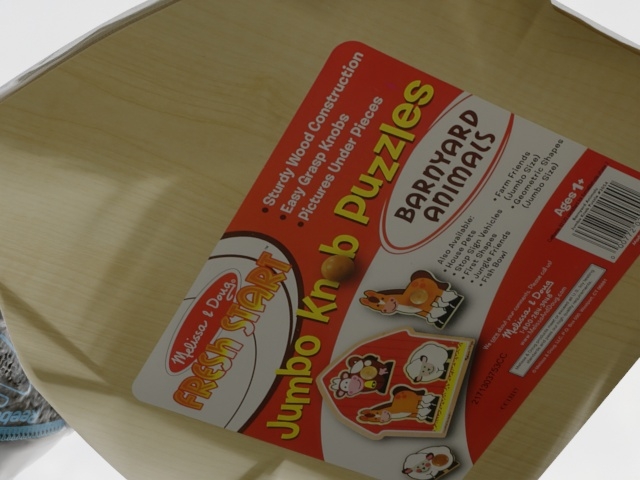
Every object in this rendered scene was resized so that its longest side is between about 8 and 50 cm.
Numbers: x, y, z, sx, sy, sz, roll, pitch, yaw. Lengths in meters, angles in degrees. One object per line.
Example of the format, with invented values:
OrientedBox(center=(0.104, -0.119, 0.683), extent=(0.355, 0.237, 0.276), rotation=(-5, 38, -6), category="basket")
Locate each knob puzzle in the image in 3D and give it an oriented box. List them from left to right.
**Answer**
OrientedBox(center=(0.000, 0.000, 0.360), extent=(0.213, 0.213, 0.030), rotation=(25, -152, -23), category="knob puzzle")

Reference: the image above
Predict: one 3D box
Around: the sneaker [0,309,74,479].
OrientedBox(center=(-0.226, 0.042, 0.732), extent=(0.125, 0.340, 0.139), rotation=(29, -113, 35), category="sneaker")
